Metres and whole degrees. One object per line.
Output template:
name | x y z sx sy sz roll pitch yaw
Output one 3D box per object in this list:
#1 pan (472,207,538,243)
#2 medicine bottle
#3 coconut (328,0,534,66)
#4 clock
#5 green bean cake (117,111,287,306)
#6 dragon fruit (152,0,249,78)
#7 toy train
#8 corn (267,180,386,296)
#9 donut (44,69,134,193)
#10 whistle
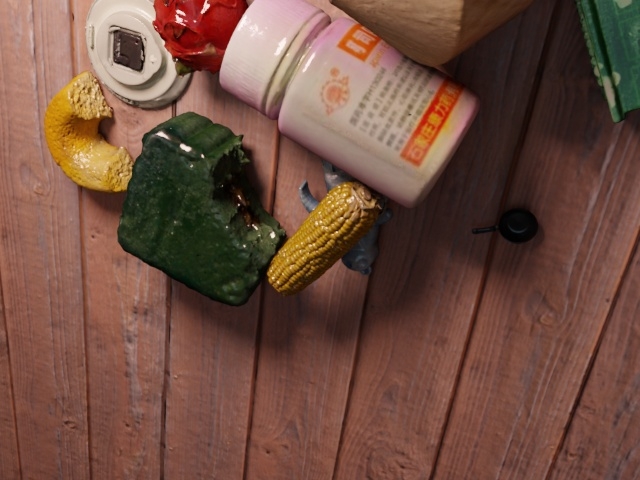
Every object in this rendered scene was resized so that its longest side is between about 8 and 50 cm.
pan | 0.332 -0.027 1.206 0.115 0.023 0.068 -6 112 19
medicine bottle | 0.047 -0.235 1.101 0.388 0.219 0.219 31 120 5
coconut | 0.147 -0.396 0.930 0.328 0.329 0.329 8 116 16
clock | -0.359 -0.366 1.279 0.236 0.053 0.237 8 115 17
green bean cake | -0.212 -0.060 1.305 0.307 0.169 0.300 30 122 3
dragon fruit | -0.205 -0.384 1.147 0.172 0.172 0.210 11 128 14
toy train | 0.481 -0.317 0.949 0.201 0.145 0.266 -15 106 28
corn | 0.000 0.000 1.206 0.106 0.106 0.293 43 128 -4
donut | -0.490 -0.201 1.384 0.152 0.101 0.259 -10 114 29
whistle | 0.057 -0.059 1.251 0.180 0.093 0.269 -8 110 28
